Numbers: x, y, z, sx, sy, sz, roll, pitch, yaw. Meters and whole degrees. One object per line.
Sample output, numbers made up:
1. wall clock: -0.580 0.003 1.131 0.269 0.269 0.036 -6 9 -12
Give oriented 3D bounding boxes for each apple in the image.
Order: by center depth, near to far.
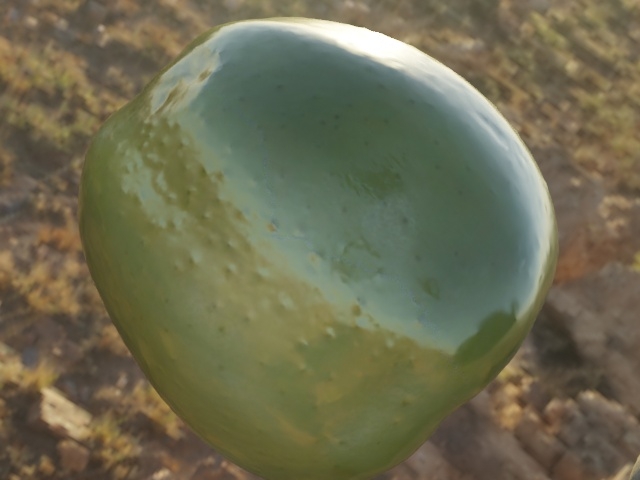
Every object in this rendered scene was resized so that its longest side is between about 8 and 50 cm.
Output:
1. apple: 0.000 0.000 1.067 0.357 0.357 0.357 27 27 -15

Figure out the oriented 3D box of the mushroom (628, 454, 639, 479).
1. mushroom: 0.313 0.176 0.917 0.173 0.162 0.236 12 60 -32
